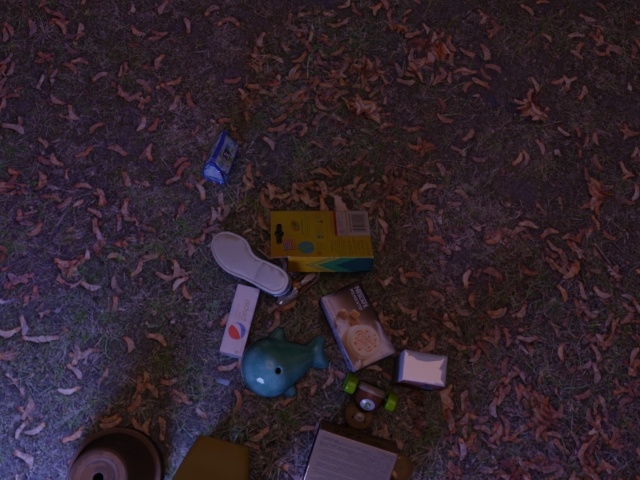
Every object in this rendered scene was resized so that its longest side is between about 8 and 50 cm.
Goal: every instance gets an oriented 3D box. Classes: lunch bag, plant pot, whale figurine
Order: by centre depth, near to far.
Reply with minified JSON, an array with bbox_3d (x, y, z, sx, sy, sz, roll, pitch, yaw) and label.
[{"bbox_3d":[-0.572,0.632,1.669,0.263,0.229,0.263,1,71,-4],"label":"plant pot"},{"bbox_3d":[-0.293,0.657,1.705,0.212,0.212,0.187,14,59,0],"label":"plant pot"},{"bbox_3d":[-0.097,0.363,1.834,0.272,0.141,0.216,-10,90,-20],"label":"whale figurine"},{"bbox_3d":[-0.328,-0.272,2.024,0.096,0.151,0.128,17,71,1],"label":"lunch bag"}]

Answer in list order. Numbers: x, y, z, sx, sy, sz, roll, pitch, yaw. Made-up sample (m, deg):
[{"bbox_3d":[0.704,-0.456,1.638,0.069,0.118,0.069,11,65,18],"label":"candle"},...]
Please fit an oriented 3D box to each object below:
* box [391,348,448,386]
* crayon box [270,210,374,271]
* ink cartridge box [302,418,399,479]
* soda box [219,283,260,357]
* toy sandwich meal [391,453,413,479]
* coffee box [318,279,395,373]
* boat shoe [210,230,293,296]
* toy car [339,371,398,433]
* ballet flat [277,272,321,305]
[{"bbox_3d":[0.292,0.390,1.848,0.130,0.170,0.091,10,71,-1],"label":"box"},{"bbox_3d":[0.000,0.000,1.965,0.319,0.081,0.202,1,50,-4],"label":"crayon box"},{"bbox_3d":[0.082,0.640,1.759,0.235,0.088,0.193,18,97,0],"label":"ink cartridge box"},{"bbox_3d":[-0.246,0.249,1.904,0.074,0.069,0.216,13,72,0],"label":"soda box"},{"bbox_3d":[0.231,0.670,1.827,0.086,0.029,0.085,3,69,-8],"label":"toy sandwich meal"},{"bbox_3d":[0.109,0.267,1.910,0.141,0.098,0.246,-22,75,-11],"label":"coffee box"},{"bbox_3d":[-0.215,0.080,1.945,0.319,0.099,0.116,31,83,26],"label":"boat shoe"},{"bbox_3d":[0.117,0.508,1.820,0.155,0.149,0.188,24,83,1],"label":"toy car"},{"bbox_3d":[-0.070,0.142,1.961,0.168,0.052,0.057,-38,79,-15],"label":"ballet flat"}]
